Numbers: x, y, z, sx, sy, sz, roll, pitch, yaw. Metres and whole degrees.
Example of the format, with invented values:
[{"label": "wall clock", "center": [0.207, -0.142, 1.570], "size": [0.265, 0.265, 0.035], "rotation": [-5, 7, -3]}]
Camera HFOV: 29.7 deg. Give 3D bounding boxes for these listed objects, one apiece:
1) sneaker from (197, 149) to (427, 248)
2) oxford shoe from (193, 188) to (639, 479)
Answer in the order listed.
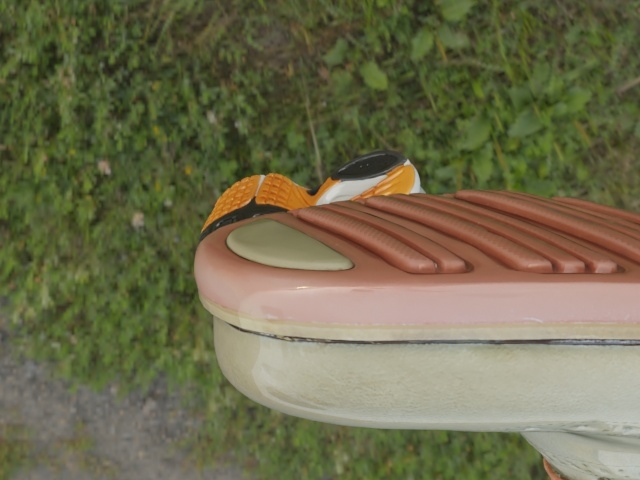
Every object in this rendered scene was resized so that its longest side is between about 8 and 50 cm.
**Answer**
[{"label": "sneaker", "center": [0.000, 0.000, 1.148], "size": [0.262, 0.099, 0.121], "rotation": [-7, 140, 38]}, {"label": "oxford shoe", "center": [0.139, 0.071, 0.427], "size": [0.396, 0.140, 0.147], "rotation": [9, 101, -23]}]
